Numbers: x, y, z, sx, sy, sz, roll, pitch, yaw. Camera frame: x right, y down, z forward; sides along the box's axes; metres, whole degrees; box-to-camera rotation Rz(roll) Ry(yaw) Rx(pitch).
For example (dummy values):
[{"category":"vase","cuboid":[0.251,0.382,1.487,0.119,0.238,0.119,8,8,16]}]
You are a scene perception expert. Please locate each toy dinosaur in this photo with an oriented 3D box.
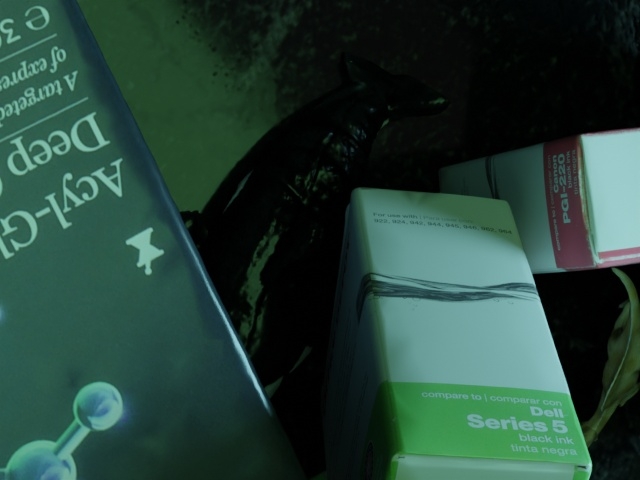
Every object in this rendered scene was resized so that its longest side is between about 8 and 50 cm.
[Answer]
[{"category":"toy dinosaur","cuboid":[0.231,0.085,1.148,0.092,0.053,0.183,-43,150,-48]}]

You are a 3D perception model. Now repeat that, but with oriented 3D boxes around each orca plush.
[{"category":"orca plush","cuboid":[0.000,0.000,1.069,0.151,0.102,0.287,46,76,-15]}]

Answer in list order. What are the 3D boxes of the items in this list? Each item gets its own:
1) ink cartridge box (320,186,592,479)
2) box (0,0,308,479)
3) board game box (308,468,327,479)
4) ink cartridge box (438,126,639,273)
[{"category":"ink cartridge box","cuboid":[0.071,0.120,0.958,0.114,0.273,0.198,4,123,-6]},{"category":"box","cuboid":[-0.216,0.083,0.875,0.293,0.212,0.395,-30,103,-19]},{"category":"board game box","cuboid":[-0.001,0.235,1.069,0.259,0.039,0.124,-27,71,-21]},{"category":"ink cartridge box","cuboid":[0.200,-0.027,1.083,0.158,0.218,0.092,-7,87,-21]}]
